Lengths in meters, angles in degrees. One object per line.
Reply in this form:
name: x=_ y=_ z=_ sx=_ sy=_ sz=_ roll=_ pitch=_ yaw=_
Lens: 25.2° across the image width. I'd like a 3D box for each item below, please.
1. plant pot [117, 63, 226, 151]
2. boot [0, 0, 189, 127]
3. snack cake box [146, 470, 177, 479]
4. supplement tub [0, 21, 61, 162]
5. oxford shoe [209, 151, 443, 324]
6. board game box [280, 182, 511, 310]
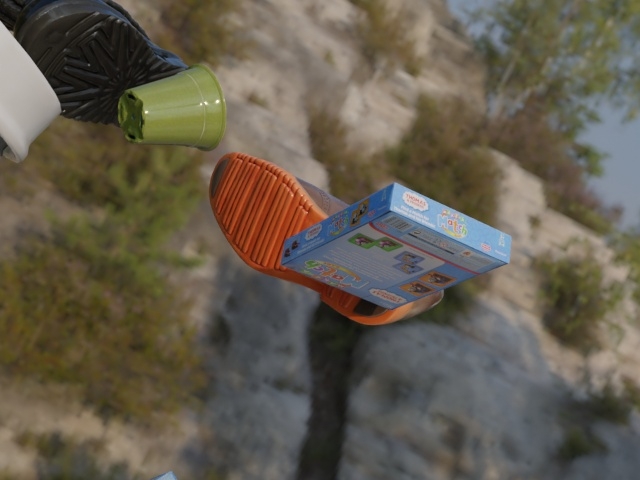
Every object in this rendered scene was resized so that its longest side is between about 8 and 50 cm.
plant pot: x=-0.143 y=-0.120 z=1.331 sx=0.079 sy=0.083 sz=0.083 roll=-10 pitch=26 yaw=-36
boot: x=-0.311 y=-0.257 z=1.670 sx=0.260 sy=0.131 sz=0.348 roll=45 pitch=5 yaw=18
snack cake box: x=-0.134 y=0.352 z=1.282 sx=0.152 sy=0.089 sz=0.264 roll=-28 pitch=-88 yaw=48
supplement tub: x=-0.304 y=-0.014 z=0.629 sx=0.241 sy=0.331 sz=0.241 roll=42 pitch=-10 yaw=10
oxford shoe: x=0.000 y=0.000 z=1.844 sx=0.363 sy=0.130 sz=0.133 roll=37 pitch=20 yaw=31
board game box: x=0.079 y=0.012 z=1.567 sx=0.160 sy=0.039 sz=0.211 roll=23 pitch=-29 yaw=-27
